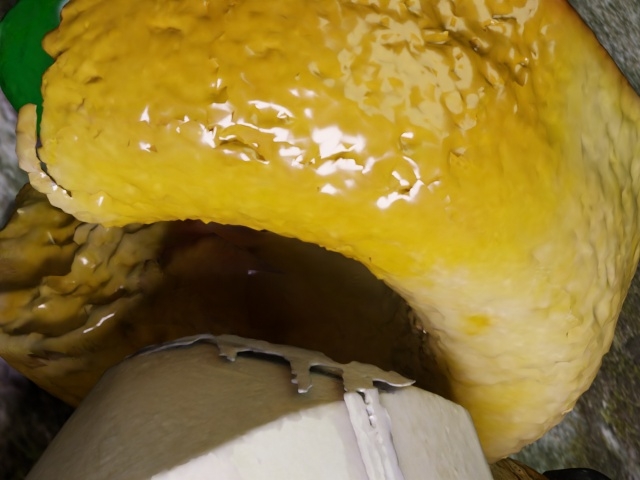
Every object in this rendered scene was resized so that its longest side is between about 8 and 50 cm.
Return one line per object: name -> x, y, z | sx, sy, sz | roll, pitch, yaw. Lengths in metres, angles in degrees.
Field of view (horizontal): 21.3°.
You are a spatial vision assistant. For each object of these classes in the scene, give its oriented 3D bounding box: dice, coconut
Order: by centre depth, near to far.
coconut -> -0.033, 0.196, 0.872 | 0.323, 0.323, 0.323 | 32, 41, -33
dice -> -0.139, -0.133, 1.161 | 0.128, 0.120, 0.131 | 50, 32, -9

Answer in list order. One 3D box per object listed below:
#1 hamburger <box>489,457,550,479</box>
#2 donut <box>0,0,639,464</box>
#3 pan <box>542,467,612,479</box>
hamburger -> 0.118, 0.246, 1.118 | 0.231, 0.106, 0.231 | 39, 31, -29
donut -> 0.000, 0.000, 0.950 | 0.377, 0.435, 0.163 | 15, 56, -3
pan -> 0.220, 0.264, 1.364 | 0.128, 0.048, 0.202 | 48, 35, -17
